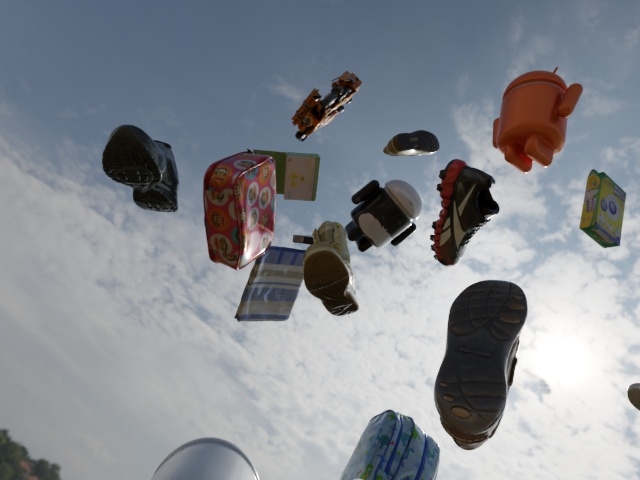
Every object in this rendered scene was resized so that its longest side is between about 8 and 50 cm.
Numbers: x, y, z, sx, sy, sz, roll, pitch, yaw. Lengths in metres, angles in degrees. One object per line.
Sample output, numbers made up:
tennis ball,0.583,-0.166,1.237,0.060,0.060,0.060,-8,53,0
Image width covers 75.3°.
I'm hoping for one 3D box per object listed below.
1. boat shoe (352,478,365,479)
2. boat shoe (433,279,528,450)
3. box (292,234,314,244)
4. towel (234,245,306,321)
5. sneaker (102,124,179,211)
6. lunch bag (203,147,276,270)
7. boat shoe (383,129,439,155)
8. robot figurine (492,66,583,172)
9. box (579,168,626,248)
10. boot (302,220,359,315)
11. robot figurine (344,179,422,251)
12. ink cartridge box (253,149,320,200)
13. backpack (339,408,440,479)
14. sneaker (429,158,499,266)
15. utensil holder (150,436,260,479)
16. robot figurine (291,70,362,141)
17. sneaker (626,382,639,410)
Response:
boat shoe,0.111,0.330,0.309,0.367,0.156,0.136,40,-8,-25
boat shoe,0.263,0.189,0.686,0.123,0.324,0.116,11,-50,32
box,0.000,0.000,1.368,0.116,0.162,0.029,8,-87,29
towel,-0.149,0.151,1.370,0.034,0.209,0.284,45,-61,49
sneaker,-0.354,-0.160,0.844,0.109,0.130,0.286,6,-19,-8
lunch bag,-0.199,-0.091,1.132,0.120,0.258,0.293,15,-60,19
boat shoe,0.245,-0.258,1.128,0.072,0.190,0.068,-25,-104,51
robot figurine,0.434,-0.250,0.845,0.128,0.219,0.158,11,-19,10
box,0.688,-0.083,1.005,0.105,0.179,0.043,31,-24,-20
boot,0.018,0.030,0.927,0.095,0.203,0.262,-16,-37,11
robot figurine,0.215,-0.085,1.425,0.278,0.209,0.173,-40,-118,12
ink cartridge box,-0.126,-0.233,1.492,0.235,0.056,0.171,2,-61,-11
backpack,0.190,0.660,1.158,0.273,0.356,0.290,49,-39,18
sneaker,0.337,-0.046,0.966,0.135,0.098,0.276,22,-53,35
utensil holder,-0.315,0.710,1.019,0.328,0.327,0.385,36,-12,2
robot figurine,0.014,-0.408,1.250,0.085,0.291,0.211,45,-48,-4
sneaker,0.589,0.270,0.727,0.134,0.070,0.051,39,-32,-12
